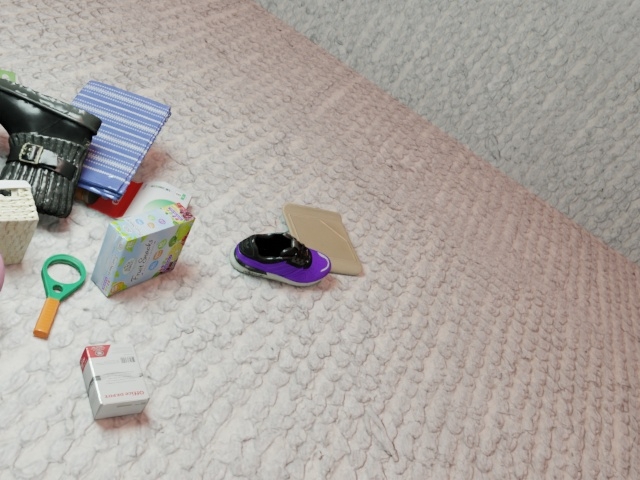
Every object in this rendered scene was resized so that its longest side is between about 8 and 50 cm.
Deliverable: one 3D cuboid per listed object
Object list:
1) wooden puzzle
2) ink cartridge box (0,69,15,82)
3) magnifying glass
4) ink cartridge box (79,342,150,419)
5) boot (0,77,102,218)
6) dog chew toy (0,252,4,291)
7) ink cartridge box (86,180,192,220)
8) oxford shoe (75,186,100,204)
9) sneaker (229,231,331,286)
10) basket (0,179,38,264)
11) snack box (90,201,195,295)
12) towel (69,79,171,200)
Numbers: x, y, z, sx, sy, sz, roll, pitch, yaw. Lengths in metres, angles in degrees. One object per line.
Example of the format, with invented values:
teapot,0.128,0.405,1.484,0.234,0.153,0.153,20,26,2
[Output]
wooden puzzle,0.000,0.000,1.983,0.221,0.044,0.238,9,46,-32
ink cartridge box,-0.910,-0.410,1.706,0.209,0.062,0.109,8,41,-33
magnifying glass,-0.559,0.113,1.388,0.092,0.026,0.231,21,34,-19
ink cartridge box,-0.404,0.273,1.284,0.099,0.056,0.135,2,44,-38
boot,-0.700,-0.217,1.498,0.348,0.260,0.131,21,-7,-1
dog chew toy,-0.719,0.097,1.128,0.207,0.206,0.332,37,42,4
ink cartridge box,-0.464,-0.105,1.711,0.225,0.056,0.181,27,33,-12
oxford shoe,-0.568,-0.174,1.685,0.076,0.076,0.212,18,38,9
sneaker,-0.082,0.042,1.744,0.293,0.146,0.102,9,58,-29
basket,-0.663,-0.033,1.354,0.113,0.167,0.103,-4,54,-43
snack box,-0.403,0.017,1.498,0.070,0.174,0.207,42,35,18
towel,-0.551,-0.262,1.672,0.243,0.040,0.336,19,53,-1
